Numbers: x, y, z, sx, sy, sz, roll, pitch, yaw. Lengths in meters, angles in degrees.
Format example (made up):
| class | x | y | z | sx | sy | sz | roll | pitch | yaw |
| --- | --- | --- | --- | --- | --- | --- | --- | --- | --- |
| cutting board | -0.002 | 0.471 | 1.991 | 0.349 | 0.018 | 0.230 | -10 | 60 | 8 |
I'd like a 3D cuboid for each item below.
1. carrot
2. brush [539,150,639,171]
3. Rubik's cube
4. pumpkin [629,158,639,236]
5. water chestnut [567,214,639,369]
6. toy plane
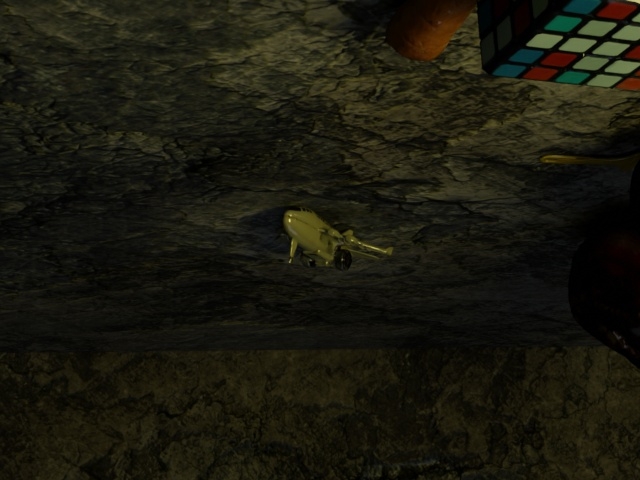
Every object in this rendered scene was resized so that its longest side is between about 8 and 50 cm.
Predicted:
| class | x | y | z | sx | sy | sz | roll | pitch | yaw |
| --- | --- | --- | --- | --- | --- | --- | --- | --- | --- |
| carrot | 0.139 | -0.264 | 1.303 | 0.072 | 0.072 | 0.205 | 4 | 161 | -19 |
| brush | 0.450 | -0.128 | 1.920 | 0.205 | 0.011 | 0.083 | 1 | 165 | -7 |
| Rubik's cube | 0.261 | -0.260 | 1.120 | 0.187 | 0.182 | 0.184 | 3 | 165 | -15 |
| pumpkin | 0.615 | -0.063 | 1.757 | 0.315 | 0.238 | 0.315 | 25 | 177 | 2 |
| water chestnut | 0.636 | 0.082 | 2.223 | 0.350 | 0.302 | 0.350 | 36 | 173 | 5 |
| toy plane | 0.000 | 0.000 | 2.176 | 0.242 | 0.104 | 0.256 | 7 | 177 | 31 |
